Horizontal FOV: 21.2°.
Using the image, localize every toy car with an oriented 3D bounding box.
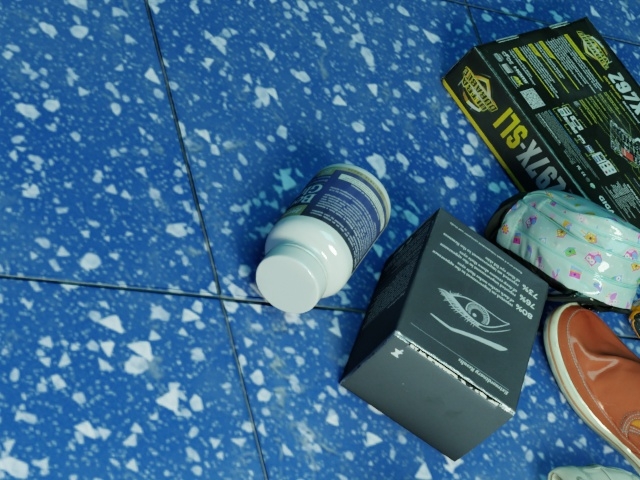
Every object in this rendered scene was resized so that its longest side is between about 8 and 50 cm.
[{"bbox_3d":[0.410,0.104,2.041,0.122,0.060,0.040,35,-6,-34],"label":"toy car"}]

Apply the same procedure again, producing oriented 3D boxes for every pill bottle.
[{"bbox_3d":[0.000,0.000,1.743,0.094,0.094,0.169,41,41,-3],"label":"pill bottle"}]

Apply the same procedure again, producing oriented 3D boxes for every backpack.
[{"bbox_3d":[0.283,0.010,1.899,0.152,0.115,0.182,10,13,-28],"label":"backpack"}]

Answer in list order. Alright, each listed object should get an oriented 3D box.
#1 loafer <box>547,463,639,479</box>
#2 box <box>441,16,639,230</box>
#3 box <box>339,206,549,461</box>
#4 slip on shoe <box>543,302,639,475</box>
[{"bbox_3d":[0.286,0.359,1.669,0.111,0.112,0.319,15,41,-22],"label":"loafer"},{"bbox_3d":[0.333,-0.119,2.122,0.257,0.079,0.322,-20,70,-48],"label":"box"},{"bbox_3d":[0.131,0.095,1.757,0.153,0.108,0.207,36,42,-9],"label":"box"},{"bbox_3d":[0.373,0.194,1.874,0.123,0.101,0.331,-26,74,-45],"label":"slip on shoe"}]
